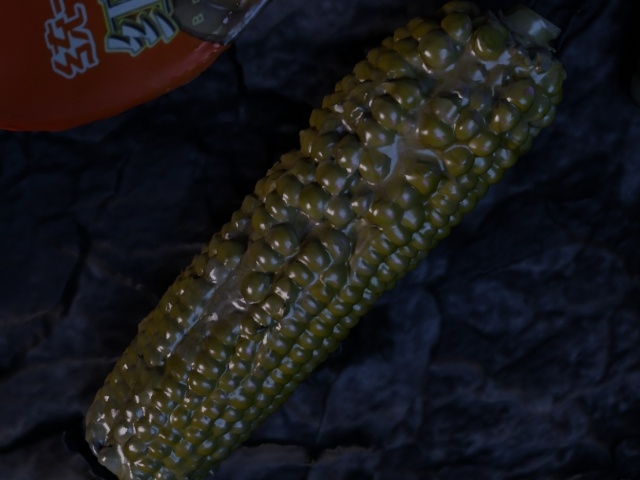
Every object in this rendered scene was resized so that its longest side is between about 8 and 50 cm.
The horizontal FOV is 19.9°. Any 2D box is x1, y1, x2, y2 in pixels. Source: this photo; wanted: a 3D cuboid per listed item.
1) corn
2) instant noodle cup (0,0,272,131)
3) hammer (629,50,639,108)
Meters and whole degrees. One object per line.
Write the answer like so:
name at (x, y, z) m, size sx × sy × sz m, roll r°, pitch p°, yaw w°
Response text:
corn at (0.000, 0.000, 0.838) m, size 0.288 × 0.086 × 0.086 m, roll -48°, pitch 123°, yaw 7°
instant noodle cup at (-0.122, -0.165, 0.635) m, size 0.213 × 0.174 × 0.213 m, roll -17°, pitch 123°, yaw -29°
hammer at (0.190, -0.179, 0.816) m, size 0.201 × 0.113 × 0.305 m, roll 3°, pitch 129°, yaw 1°
